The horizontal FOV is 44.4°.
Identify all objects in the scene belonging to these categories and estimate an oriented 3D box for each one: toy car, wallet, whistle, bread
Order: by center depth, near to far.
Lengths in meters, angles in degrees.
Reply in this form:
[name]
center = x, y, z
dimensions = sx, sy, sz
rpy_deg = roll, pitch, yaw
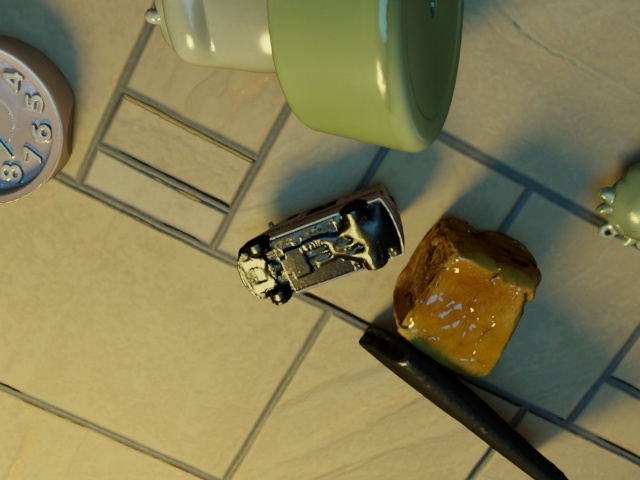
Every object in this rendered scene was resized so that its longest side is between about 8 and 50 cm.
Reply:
[whistle]
center = 0.443, -0.080, 0.942
dimensions = 0.253, 0.105, 0.102
rpy_deg = -38, 137, 21
[toy car]
center = 0.000, 0.000, 0.977
dimensions = 0.210, 0.108, 0.089
rpy_deg = -21, 112, 13
[bread]
center = 0.181, 0.066, 0.982
dimensions = 0.143, 0.149, 0.158
rpy_deg = 24, 116, -6
[wallet]
center = 0.197, 0.225, 1.031
dimensions = 0.321, 0.170, 0.044
rpy_deg = 39, 84, -13

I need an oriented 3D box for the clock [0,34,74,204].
[clock]
center = -0.398, -0.144, 0.942
dimensions = 0.197, 0.068, 0.196
rpy_deg = 0, 111, 1

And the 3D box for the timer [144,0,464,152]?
[timer]
center = -0.031, -0.247, 0.821
dimensions = 0.316, 0.291, 0.290
rpy_deg = 7, 113, 20
